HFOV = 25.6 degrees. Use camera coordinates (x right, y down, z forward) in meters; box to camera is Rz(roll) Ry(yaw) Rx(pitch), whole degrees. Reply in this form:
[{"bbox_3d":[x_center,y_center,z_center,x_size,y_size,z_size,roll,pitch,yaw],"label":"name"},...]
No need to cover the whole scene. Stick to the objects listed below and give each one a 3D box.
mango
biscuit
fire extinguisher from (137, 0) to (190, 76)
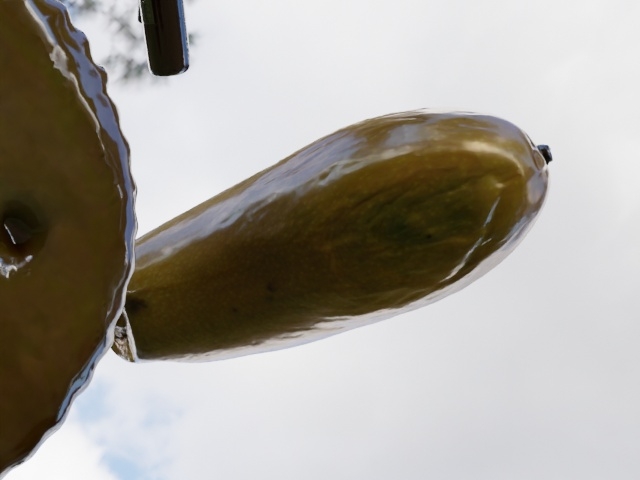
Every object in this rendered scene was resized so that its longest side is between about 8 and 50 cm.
[{"bbox_3d":[-0.001,0.001,1.038,0.359,0.187,0.144,-21,-100,14],"label":"mango"},{"bbox_3d":[-0.169,-0.006,0.459,0.220,0.220,0.066,56,-23,-20],"label":"biscuit"},{"bbox_3d":[-0.090,-0.143,0.769,0.032,0.046,0.100,-4,-68,3],"label":"fire extinguisher"}]
